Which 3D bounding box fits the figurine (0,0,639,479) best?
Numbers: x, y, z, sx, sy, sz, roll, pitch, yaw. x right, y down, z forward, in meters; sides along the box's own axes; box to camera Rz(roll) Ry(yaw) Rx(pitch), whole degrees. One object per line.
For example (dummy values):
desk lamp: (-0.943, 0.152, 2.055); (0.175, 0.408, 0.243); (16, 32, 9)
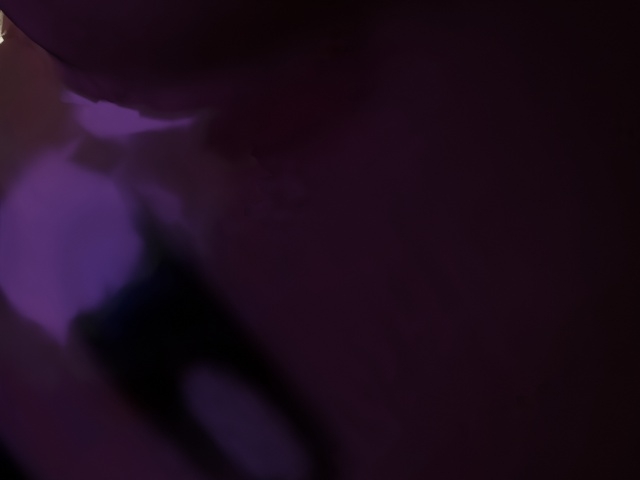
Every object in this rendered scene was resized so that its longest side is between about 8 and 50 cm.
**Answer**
figurine: (0.006, 0.002, 0.459); (0.270, 0.261, 0.211); (-38, 89, 25)
